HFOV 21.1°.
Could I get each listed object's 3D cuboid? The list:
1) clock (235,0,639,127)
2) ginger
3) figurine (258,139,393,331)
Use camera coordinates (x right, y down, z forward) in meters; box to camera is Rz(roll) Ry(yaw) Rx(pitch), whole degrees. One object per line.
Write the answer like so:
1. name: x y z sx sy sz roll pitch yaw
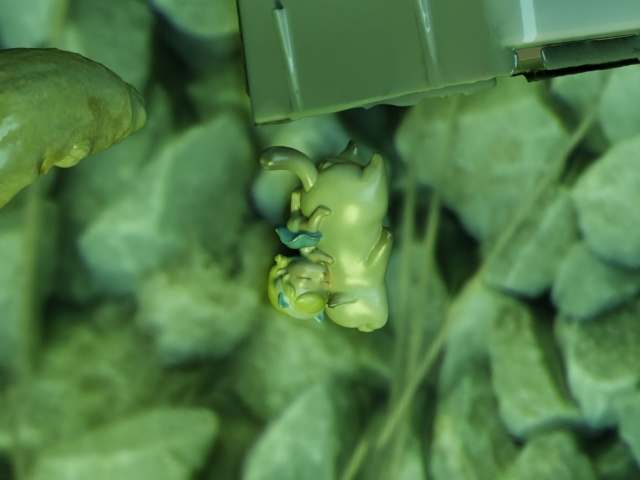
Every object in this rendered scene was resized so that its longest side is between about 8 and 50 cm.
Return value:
1. clock: 0.067 -0.094 0.660 0.144 0.193 0.073 -10 94 -30
2. ginger: -0.181 -0.006 0.490 0.288 0.075 0.089 -23 93 -18
3. figurine: 0.000 0.000 0.713 0.050 0.047 0.083 -6 101 -15
